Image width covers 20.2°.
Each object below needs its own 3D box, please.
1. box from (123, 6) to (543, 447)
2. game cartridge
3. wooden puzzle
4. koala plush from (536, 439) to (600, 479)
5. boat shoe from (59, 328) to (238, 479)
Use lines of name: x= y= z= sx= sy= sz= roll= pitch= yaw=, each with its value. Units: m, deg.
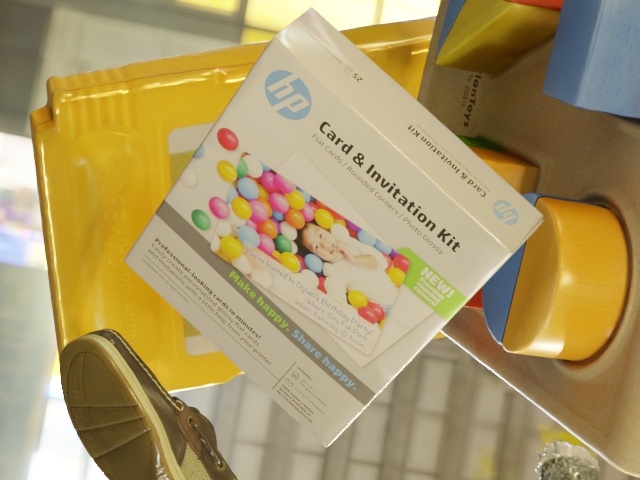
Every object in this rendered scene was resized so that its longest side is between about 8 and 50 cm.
box: x=0.000 y=0.000 z=0.865 sx=0.038 sy=0.145 sz=0.186 roll=-44 pitch=176 yaw=-45
game cartridge: x=-0.050 y=-0.016 z=1.374 sx=0.052 sy=0.324 sz=0.285 roll=-120 pitch=-157 yaw=-52
wooden puzzle: x=0.136 y=-0.066 z=1.071 sx=0.348 sy=0.080 sz=0.322 roll=33 pitch=-67 yaw=61
koala plush: x=0.254 y=0.279 z=1.501 sx=0.221 sy=0.203 sz=0.196 roll=60 pitch=6 yaw=-49
boat shoe: x=-0.112 y=0.154 z=1.314 sx=0.080 sy=0.223 sz=0.073 roll=-15 pitch=-161 yaw=42
